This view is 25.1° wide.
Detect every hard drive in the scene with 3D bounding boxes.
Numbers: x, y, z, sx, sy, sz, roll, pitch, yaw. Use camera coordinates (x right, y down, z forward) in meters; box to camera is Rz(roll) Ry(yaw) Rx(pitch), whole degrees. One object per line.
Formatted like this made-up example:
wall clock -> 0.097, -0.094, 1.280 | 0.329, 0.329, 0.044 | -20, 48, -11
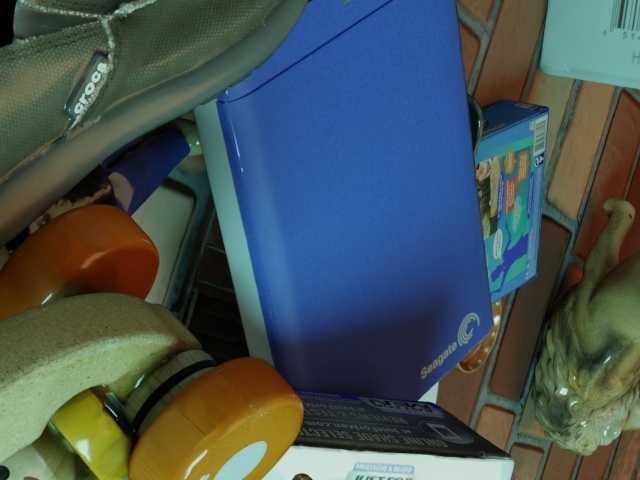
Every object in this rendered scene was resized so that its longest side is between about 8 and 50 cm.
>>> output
hard drive -> 0.025, -0.022, 0.915 | 0.210, 0.040, 0.318 | -38, 132, -36

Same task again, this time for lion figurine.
lion figurine -> 0.317, 0.051, 1.322 | 0.240, 0.142, 0.392 | -64, -179, -25

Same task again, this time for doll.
doll -> -0.135, -0.023, 0.803 | 0.189, 0.046, 0.129 | -43, 136, -40

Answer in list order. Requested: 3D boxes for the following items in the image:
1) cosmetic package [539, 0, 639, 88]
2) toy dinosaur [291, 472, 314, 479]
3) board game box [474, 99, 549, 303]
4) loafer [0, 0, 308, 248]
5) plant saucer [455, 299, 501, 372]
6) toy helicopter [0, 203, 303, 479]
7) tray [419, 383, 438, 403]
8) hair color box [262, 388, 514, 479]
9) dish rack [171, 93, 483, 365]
cosmetic package -> 0.420, -0.238, 1.394 | 0.453, 0.230, 0.161 | -17, 117, -52
toy dinosaur -> -0.076, 0.190, 0.674 | 0.211, 0.064, 0.112 | -38, 161, 20
board game box -> 0.117, -0.017, 1.189 | 0.210, 0.047, 0.160 | -25, 123, -51
loafer -> -0.128, -0.113, 0.695 | 0.366, 0.134, 0.130 | -48, 137, -35
plant saucer -> 0.137, 0.077, 1.290 | 0.083, 0.013, 0.083 | -29, 127, -48
toy helicopter -> -0.166, 0.162, 0.702 | 0.235, 0.140, 0.355 | -27, 152, -38
tray -> 0.040, 0.186, 1.127 | 0.145, 0.030, 0.270 | -44, 149, -40
hair color box -> -0.023, 0.264, 0.870 | 0.185, 0.110, 0.339 | 9, 102, -28
dish rack -> 0.000, 0.000, 0.984 | 0.208, 0.074, 0.271 | 22, 85, -52
